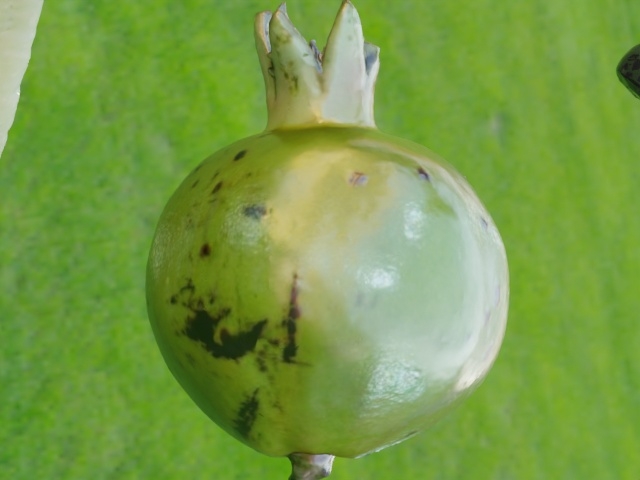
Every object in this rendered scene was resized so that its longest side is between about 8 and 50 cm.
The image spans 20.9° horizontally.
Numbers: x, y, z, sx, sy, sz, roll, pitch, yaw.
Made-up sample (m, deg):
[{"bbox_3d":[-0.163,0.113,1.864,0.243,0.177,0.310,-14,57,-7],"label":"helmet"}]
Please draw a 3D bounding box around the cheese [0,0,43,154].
[{"bbox_3d":[-0.265,-0.124,0.778,0.265,0.242,0.124,-7,56,-26],"label":"cheese"}]

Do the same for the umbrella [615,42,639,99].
[{"bbox_3d":[0.343,-0.226,1.194,0.113,0.357,0.106,20,26,-45],"label":"umbrella"}]

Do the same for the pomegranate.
[{"bbox_3d":[0.000,0.000,1.243,0.260,0.260,0.340,-12,95,-65],"label":"pomegranate"}]
